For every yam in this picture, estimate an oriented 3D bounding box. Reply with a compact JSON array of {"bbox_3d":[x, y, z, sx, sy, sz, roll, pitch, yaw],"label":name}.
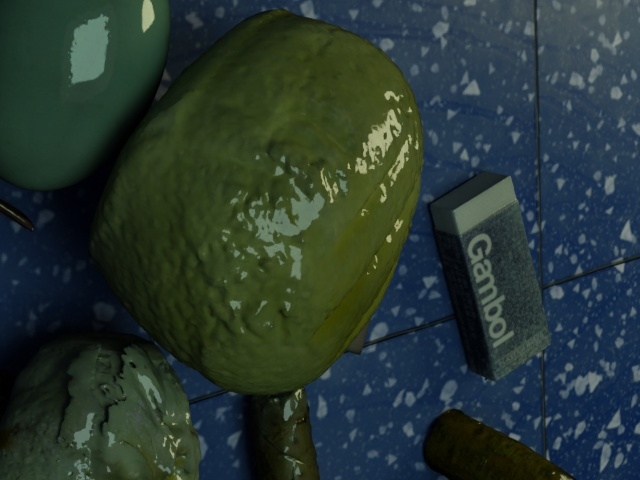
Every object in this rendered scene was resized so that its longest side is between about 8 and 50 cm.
[{"bbox_3d":[-0.025,0.291,1.607,0.067,0.071,0.317,-5,108,9],"label":"yam"}]

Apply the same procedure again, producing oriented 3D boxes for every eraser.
[{"bbox_3d":[0.184,0.038,1.714,0.092,0.046,0.212,-30,118,-28],"label":"eraser"}]

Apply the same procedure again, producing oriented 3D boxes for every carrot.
[{"bbox_3d":[0.198,0.252,1.717,0.082,0.173,0.082,-34,140,-35],"label":"carrot"}]

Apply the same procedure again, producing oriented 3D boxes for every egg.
[{"bbox_3d":[-0.210,-0.152,1.289,0.168,0.168,0.231,13,98,-38],"label":"egg"}]

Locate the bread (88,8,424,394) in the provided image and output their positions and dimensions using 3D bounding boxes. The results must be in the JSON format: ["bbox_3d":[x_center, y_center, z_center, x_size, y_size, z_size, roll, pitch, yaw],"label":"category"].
[{"bbox_3d":[-0.040,-0.029,1.348,0.237,0.320,0.320,31,80,5],"label":"bread"}]

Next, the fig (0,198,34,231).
[{"bbox_3d":[-0.319,-0.039,1.284,0.201,0.134,0.146,-22,145,-54],"label":"fig"}]

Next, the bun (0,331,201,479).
[{"bbox_3d":[-0.182,0.190,1.384,0.239,0.141,0.239,5,90,-69],"label":"bun"}]

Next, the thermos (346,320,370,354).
[{"bbox_3d":[0.000,0.000,1.540,0.137,0.105,0.193,17,87,-8],"label":"thermos"}]

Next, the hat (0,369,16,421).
[{"bbox_3d":[-0.287,0.171,1.390,0.121,0.050,0.121,-8,104,-34],"label":"hat"}]
